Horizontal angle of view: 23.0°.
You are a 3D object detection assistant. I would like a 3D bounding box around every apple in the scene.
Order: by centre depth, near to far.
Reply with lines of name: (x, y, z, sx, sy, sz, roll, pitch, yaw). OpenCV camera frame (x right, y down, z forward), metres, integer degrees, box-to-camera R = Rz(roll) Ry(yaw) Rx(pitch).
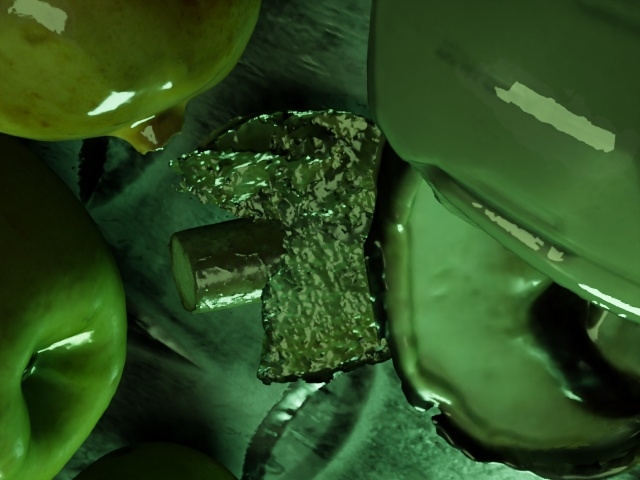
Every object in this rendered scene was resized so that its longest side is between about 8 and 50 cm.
apple: (-0.311, 0.070, 1.174, 0.305, 0.338, 0.338, 24, 136, 6)
apple: (-0.150, 0.267, 1.379, 0.157, 0.196, 0.196, 29, 140, 30)

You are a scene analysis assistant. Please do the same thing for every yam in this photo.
yam: (-0.044, 0.011, 1.169, 0.146, 0.070, 0.070, -13, 126, 5)

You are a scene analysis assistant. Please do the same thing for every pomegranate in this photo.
pomegranate: (-0.149, -0.167, 0.962, 0.233, 0.233, 0.233, 14, 134, 15)

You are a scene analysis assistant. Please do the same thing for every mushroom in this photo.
mushroom: (0.149, -0.002, 1.031, 0.247, 0.130, 0.344, -17, 126, 8)

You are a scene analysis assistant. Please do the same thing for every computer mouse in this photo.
computer mouse: (0.222, -0.049, 0.839, 0.429, 0.145, 0.228, 16, 118, -22)

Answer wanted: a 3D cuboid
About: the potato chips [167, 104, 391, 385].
potato chips: (0.000, -0.002, 1.112, 0.202, 0.029, 0.220, -33, 112, 14)
